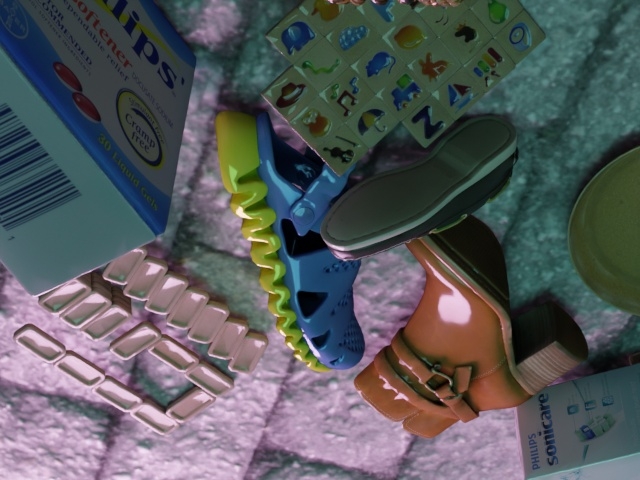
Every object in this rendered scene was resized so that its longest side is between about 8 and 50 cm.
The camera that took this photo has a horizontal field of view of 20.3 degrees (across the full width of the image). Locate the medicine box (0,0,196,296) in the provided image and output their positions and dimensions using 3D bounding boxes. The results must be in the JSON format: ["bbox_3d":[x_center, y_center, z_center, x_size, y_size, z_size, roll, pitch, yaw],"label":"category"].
[{"bbox_3d":[-0.252,-0.151,1.572,0.149,0.289,0.263,-24,124,21],"label":"medicine box"}]

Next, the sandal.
[{"bbox_3d":[0.000,0.000,1.790,0.138,0.126,0.317,-15,125,6],"label":"sandal"}]

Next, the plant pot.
[{"bbox_3d":[0.369,-0.018,1.824,0.236,0.032,0.236,1,127,1],"label":"plant pot"}]

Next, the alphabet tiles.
[{"bbox_3d":[0.068,-0.177,1.668,0.237,0.009,0.198,-42,119,4],"label":"alphabet tiles"}]

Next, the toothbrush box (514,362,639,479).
[{"bbox_3d":[0.382,0.242,1.954,0.295,0.126,0.216,-14,134,13],"label":"toothbrush box"}]

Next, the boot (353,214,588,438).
[{"bbox_3d":[0.117,0.090,1.883,0.220,0.109,0.283,-31,128,28],"label":"boot"}]

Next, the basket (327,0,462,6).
[{"bbox_3d":[0.008,-0.311,1.433,0.223,0.299,0.213,2,122,-2],"label":"basket"}]

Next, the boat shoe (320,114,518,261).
[{"bbox_3d":[0.101,-0.037,1.733,0.228,0.081,0.069,-31,140,-20],"label":"boat shoe"}]

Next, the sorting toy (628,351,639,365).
[{"bbox_3d":[0.383,0.146,1.962,0.062,0.012,0.083,-25,123,19],"label":"sorting toy"}]

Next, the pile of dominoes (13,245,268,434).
[{"bbox_3d":[-0.190,0.097,1.939,0.196,0.040,0.251,-35,128,24],"label":"pile of dominoes"}]
